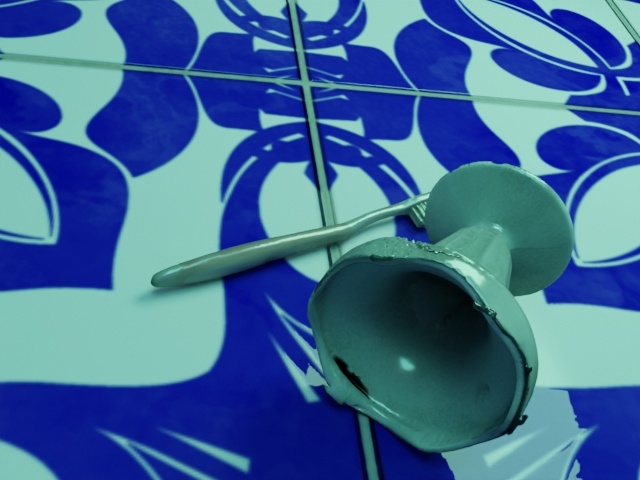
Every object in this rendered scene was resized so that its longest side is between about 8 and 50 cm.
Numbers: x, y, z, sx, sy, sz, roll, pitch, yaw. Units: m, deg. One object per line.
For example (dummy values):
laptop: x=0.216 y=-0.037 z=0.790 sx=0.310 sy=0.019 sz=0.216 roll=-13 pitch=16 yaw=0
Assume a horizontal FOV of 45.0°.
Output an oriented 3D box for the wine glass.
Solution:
wine glass: x=0.102 y=0.039 z=0.580 sx=0.164 sy=0.165 sz=0.196 roll=29 pitch=38 yaw=15

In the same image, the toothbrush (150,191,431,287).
toothbrush: x=0.000 y=0.000 z=0.674 sx=0.307 sy=0.025 sz=0.030 roll=-16 pitch=59 yaw=-28
